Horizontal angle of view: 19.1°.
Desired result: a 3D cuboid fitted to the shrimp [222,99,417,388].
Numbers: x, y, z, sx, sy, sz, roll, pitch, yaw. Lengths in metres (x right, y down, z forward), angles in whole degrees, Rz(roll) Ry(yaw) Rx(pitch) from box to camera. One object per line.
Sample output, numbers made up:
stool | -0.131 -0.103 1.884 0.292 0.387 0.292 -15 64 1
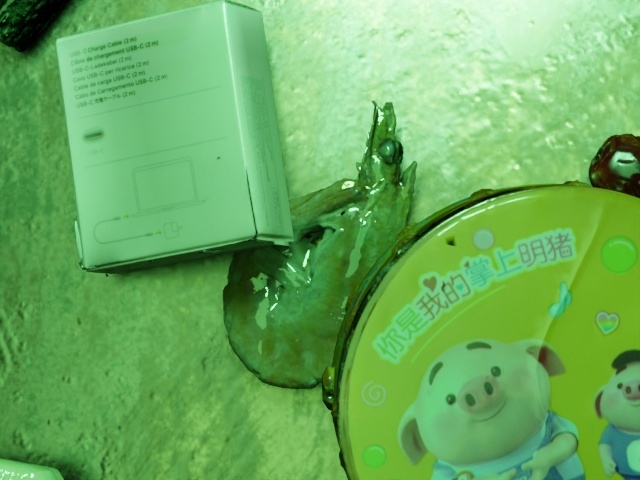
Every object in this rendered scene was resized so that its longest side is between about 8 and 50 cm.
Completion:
shrimp | 0.000 0.000 1.961 0.168 0.077 0.317 19 90 10

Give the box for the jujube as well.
jujube | 0.336 -0.057 1.930 0.129 0.077 0.077 31 89 3

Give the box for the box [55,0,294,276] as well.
box | -0.151 -0.102 1.945 0.203 0.106 0.252 -11 84 24

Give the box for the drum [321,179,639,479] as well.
drum | 0.216 0.150 1.822 0.431 0.214 0.431 0 91 -3

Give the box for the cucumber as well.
cucumber | -0.273 -0.312 2.019 0.074 0.074 0.241 38 89 8

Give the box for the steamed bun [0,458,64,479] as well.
steamed bun | -0.370 0.312 1.941 0.238 0.152 0.170 -4 77 -9
